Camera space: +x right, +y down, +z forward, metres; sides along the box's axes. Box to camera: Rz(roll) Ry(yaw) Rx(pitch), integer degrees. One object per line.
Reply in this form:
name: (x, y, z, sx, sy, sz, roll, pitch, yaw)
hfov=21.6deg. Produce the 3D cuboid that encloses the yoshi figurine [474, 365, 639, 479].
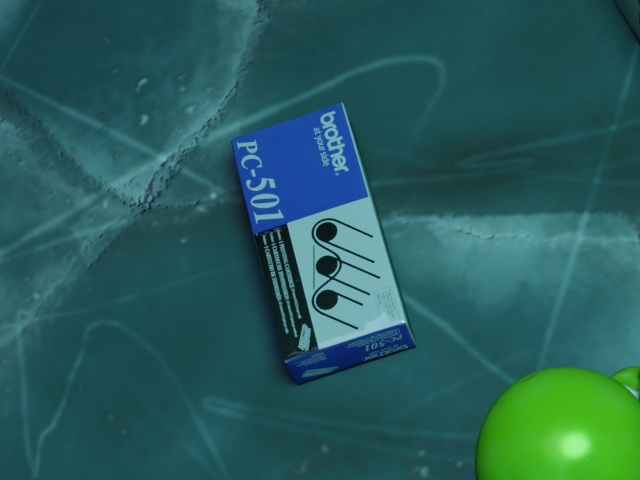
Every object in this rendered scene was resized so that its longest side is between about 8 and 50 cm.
yoshi figurine: (0.161, 0.222, 0.955, 0.203, 0.203, 0.362, -10, 57, 21)

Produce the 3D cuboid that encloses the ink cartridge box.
ink cartridge box: (0.000, 0.000, 1.300, 0.097, 0.046, 0.207, -18, 59, 5)

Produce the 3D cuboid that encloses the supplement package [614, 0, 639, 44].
supplement package: (0.289, -0.191, 1.282, 0.105, 0.105, 0.179, -24, 58, 3)
